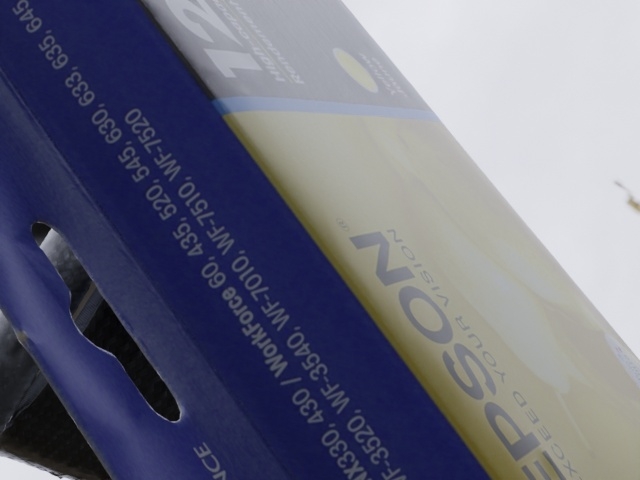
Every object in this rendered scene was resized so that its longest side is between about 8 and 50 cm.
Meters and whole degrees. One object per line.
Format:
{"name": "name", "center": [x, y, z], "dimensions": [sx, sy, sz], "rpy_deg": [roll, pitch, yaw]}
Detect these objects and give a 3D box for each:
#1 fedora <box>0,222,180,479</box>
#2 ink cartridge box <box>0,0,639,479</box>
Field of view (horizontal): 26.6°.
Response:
{"name": "fedora", "center": [-0.100, 0.028, 0.751], "dimensions": [0.152, 0.334, 0.334], "rpy_deg": [34, -84, -16]}
{"name": "ink cartridge box", "center": [0.000, 0.000, 0.510], "dimensions": [0.072, 0.303, 0.307], "rpy_deg": [-41, -13, 20]}
